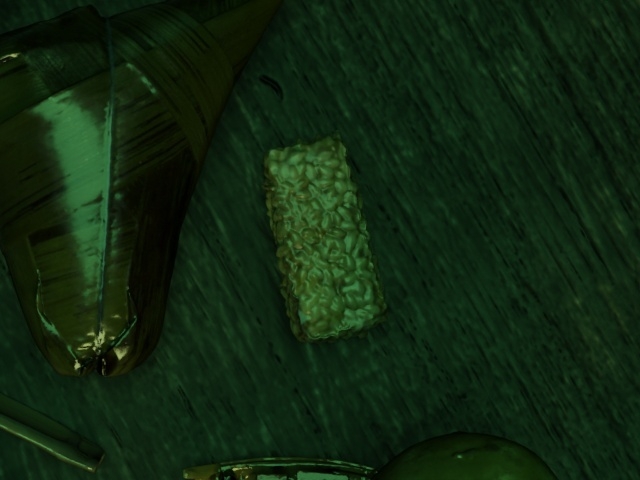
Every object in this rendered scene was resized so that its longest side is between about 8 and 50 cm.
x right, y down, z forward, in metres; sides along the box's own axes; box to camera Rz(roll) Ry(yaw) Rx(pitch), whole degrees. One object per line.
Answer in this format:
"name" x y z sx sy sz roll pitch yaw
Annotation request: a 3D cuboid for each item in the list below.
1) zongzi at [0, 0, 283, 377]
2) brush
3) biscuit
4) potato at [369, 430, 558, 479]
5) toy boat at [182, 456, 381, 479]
"zongzi" -0.115 -0.061 1.538 0.300 0.138 0.286 -20 89 -7
"brush" -0.323 0.115 1.547 0.321 0.060 0.050 26 96 -1
"biscuit" 0.000 0.000 1.570 0.082 0.070 0.168 -14 88 -1
"potato" 0.090 0.266 1.454 0.210 0.307 0.173 18 44 2
"toy boat" -0.007 0.204 1.549 0.206 0.072 0.064 3 83 -4
